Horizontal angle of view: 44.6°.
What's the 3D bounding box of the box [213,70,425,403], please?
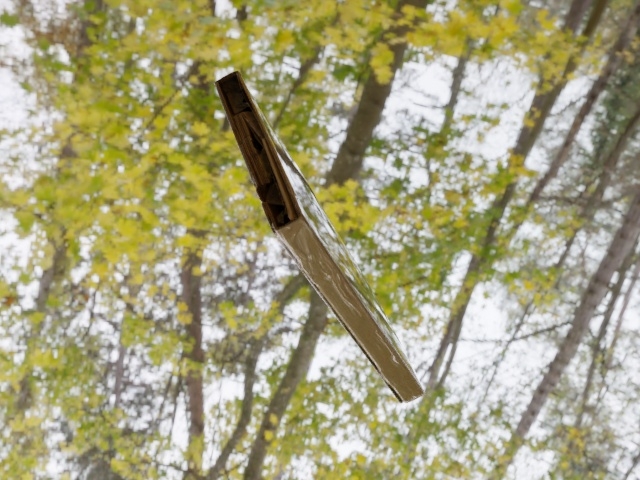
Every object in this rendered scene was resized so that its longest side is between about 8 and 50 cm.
[{"bbox_3d":[0.000,0.000,0.526,0.021,0.201,0.164,-30,-136,5],"label":"box"}]
